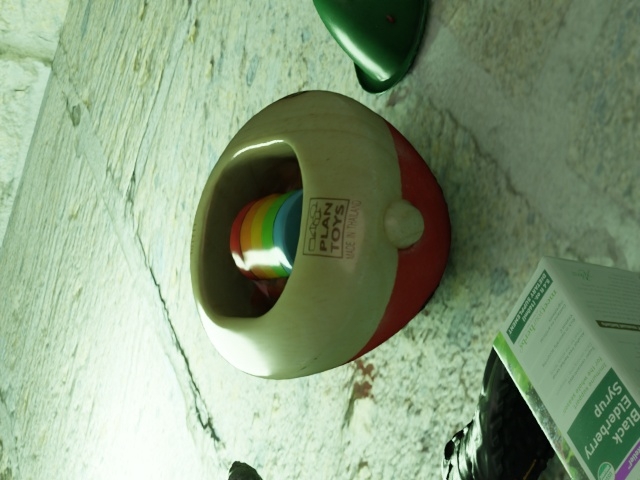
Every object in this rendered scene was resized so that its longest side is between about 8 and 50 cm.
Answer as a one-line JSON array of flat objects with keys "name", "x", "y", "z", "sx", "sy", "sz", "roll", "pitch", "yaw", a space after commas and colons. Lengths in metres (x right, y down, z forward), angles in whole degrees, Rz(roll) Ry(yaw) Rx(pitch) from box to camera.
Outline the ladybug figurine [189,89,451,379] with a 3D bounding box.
[{"name": "ladybug figurine", "x": 0.000, "y": 0.000, "z": 1.346, "sx": 0.449, "sy": 0.162, "sz": 0.305, "roll": 2, "pitch": 83, "yaw": 64}]

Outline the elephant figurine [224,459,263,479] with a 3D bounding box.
[{"name": "elephant figurine", "x": 0.019, "y": 0.308, "z": 1.204, "sx": 0.239, "sy": 0.169, "sz": 0.186, "roll": 167, "pitch": 105, "yaw": -66}]

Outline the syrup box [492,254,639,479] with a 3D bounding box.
[{"name": "syrup box", "x": 0.227, "y": 0.122, "z": 0.931, "sx": 0.093, "sy": 0.096, "sz": 0.237, "roll": -65, "pitch": 30, "yaw": 29}]

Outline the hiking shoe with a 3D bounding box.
[{"name": "hiking shoe", "x": 0.143, "y": 0.175, "z": 1.092, "sx": 0.114, "sy": 0.086, "sz": 0.227, "roll": 13, "pitch": 95, "yaw": 60}]

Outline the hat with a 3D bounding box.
[{"name": "hat", "x": 0.000, "y": -0.278, "z": 1.408, "sx": 0.173, "sy": 0.183, "sz": 0.208, "roll": -39, "pitch": 48, "yaw": 54}]
